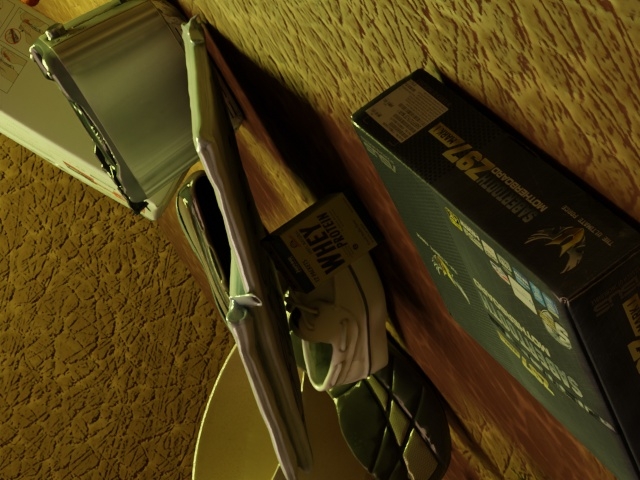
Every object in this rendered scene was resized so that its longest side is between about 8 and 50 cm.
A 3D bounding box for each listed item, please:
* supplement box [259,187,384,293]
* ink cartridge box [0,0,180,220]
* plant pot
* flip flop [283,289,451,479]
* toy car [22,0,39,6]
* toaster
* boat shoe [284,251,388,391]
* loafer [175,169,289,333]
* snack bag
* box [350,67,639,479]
[{"bbox_3d":[0.000,0.000,1.489,0.056,0.083,0.083,56,172,-5],"label":"supplement box"},{"bbox_3d":[-0.295,-0.157,2.024,0.309,0.130,0.272,31,173,-4],"label":"ink cartridge box"},{"bbox_3d":[-0.006,0.240,2.024,0.191,0.284,0.284,20,-174,-22],"label":"plant pot"},{"bbox_3d":[0.051,0.151,1.794,0.277,0.112,0.080,47,-165,34],"label":"flip flop"},{"bbox_3d":[-0.368,-0.360,2.000,0.182,0.136,0.159,58,172,-22],"label":"toy car"},{"bbox_3d":[-0.180,-0.146,1.730,0.227,0.146,0.129,60,172,-24],"label":"toaster"},{"bbox_3d":[0.009,0.065,1.636,0.095,0.084,0.258,49,162,38],"label":"boat shoe"},{"bbox_3d":[-0.091,0.043,2.155,0.302,0.109,0.095,57,168,8],"label":"loafer"},{"bbox_3d":[-0.074,0.000,1.538,0.323,0.037,0.342,-102,-3,-64],"label":"snack bag"},{"bbox_3d":[0.122,0.025,0.960,0.232,0.059,0.183,47,170,50],"label":"box"}]
